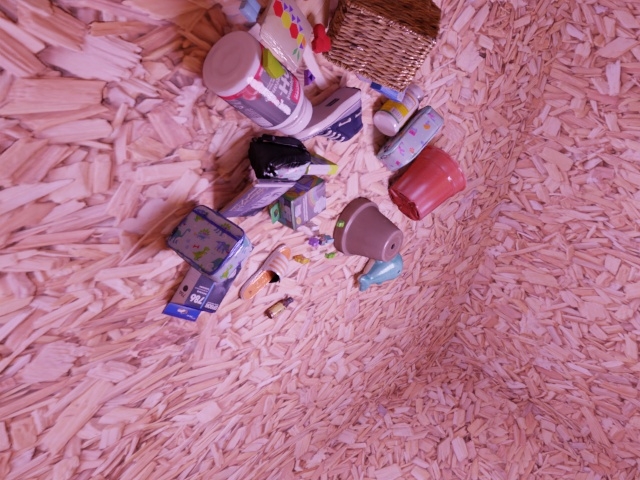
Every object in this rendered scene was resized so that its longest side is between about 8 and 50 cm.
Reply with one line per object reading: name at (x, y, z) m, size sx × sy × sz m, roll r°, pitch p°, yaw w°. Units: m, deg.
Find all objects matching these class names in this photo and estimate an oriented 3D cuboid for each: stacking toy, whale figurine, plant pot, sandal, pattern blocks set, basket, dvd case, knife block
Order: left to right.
dvd case at (-0.203, -0.129, 1.612) m, size 0.221 × 0.018 × 0.165 m, roll -34°, pitch 163°, yaw 36°
sandal at (-0.182, 0.134, 1.911) m, size 0.265 × 0.076 × 0.102 m, roll -49°, pitch 146°, yaw -17°
pattern blocks set at (-0.086, -0.547, 1.331) m, size 0.325 × 0.026 × 0.285 m, roll 51°, pitch 54°, yaw -49°
knife block at (-0.044, -0.715, 1.430) m, size 0.276 × 0.088 × 0.241 m, roll -27°, pitch 134°, yaw -39°
stacking toy at (0.000, 0.000, 2.068) m, size 0.221 × 0.052 × 0.166 m, roll -9°, pitch 124°, yaw -47°
plant pot at (0.223, -0.023, 2.191) m, size 0.263 × 0.229 × 0.262 m, roll -34°, pitch 138°, yaw -36°
basket at (0.180, -0.632, 1.543) m, size 0.223 × 0.300 × 0.213 m, roll 125°, pitch -20°, yaw -57°
whale figurine at (0.296, 0.151, 2.500) m, size 0.272 × 0.141 × 0.216 m, roll -38°, pitch 141°, yaw -29°
plant pot at (0.471, -0.246, 2.344) m, size 0.265 × 0.272 × 0.272 m, roll -42°, pitch 144°, yaw -11°

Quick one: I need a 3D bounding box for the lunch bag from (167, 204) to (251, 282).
lunch bag at (-0.321, 0.003, 1.495) m, size 0.176 × 0.219 × 0.090 m, roll -50°, pitch 152°, yaw -15°

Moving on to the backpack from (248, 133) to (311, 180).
backpack at (-0.125, -0.251, 1.614) m, size 0.182 × 0.151 × 0.115 m, roll -11°, pitch 160°, yaw -28°

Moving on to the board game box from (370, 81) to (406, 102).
board game box at (0.260, -0.588, 1.732) m, size 0.160 × 0.047 × 0.210 m, roll 6°, pitch 109°, yaw -55°

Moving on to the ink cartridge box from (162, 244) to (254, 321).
ink cartridge box at (-0.361, 0.127, 1.682) m, size 0.332 × 0.065 × 0.165 m, roll -59°, pitch 148°, yaw 0°

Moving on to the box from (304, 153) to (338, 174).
box at (-0.034, -0.263, 1.771) m, size 0.178 × 0.109 × 0.042 m, roll -9°, pitch 125°, yaw -50°

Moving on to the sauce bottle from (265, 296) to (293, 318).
sauce bottle at (-0.161, 0.268, 2.074) m, size 0.128 × 0.042 × 0.042 m, roll -33°, pitch 138°, yaw -33°

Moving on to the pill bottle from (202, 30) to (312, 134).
pill bottle at (-0.158, -0.417, 1.427) m, size 0.319 × 0.176 × 0.176 m, roll 26°, pitch 94°, yaw -57°

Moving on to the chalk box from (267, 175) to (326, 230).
chalk box at (-0.099, -0.134, 1.767) m, size 0.213 × 0.132 × 0.132 m, roll -34°, pitch 140°, yaw -32°

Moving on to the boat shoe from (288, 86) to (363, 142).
boat shoe at (0.031, -0.382, 1.746) m, size 0.341 × 0.127 × 0.158 m, roll -39°, pitch 134°, yaw -29°

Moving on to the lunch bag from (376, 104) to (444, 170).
lunch bag at (0.351, -0.410, 2.086) m, size 0.108 × 0.224 × 0.279 m, roll 44°, pitch 82°, yaw -12°

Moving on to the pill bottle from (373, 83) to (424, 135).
pill bottle at (0.313, -0.520, 2.028) m, size 0.208 × 0.118 × 0.117 m, roll -49°, pitch 145°, yaw -17°

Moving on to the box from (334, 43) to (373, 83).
box at (0.158, -0.637, 1.720) m, size 0.122 × 0.128 × 0.257 m, roll -61°, pitch 147°, yaw -1°
